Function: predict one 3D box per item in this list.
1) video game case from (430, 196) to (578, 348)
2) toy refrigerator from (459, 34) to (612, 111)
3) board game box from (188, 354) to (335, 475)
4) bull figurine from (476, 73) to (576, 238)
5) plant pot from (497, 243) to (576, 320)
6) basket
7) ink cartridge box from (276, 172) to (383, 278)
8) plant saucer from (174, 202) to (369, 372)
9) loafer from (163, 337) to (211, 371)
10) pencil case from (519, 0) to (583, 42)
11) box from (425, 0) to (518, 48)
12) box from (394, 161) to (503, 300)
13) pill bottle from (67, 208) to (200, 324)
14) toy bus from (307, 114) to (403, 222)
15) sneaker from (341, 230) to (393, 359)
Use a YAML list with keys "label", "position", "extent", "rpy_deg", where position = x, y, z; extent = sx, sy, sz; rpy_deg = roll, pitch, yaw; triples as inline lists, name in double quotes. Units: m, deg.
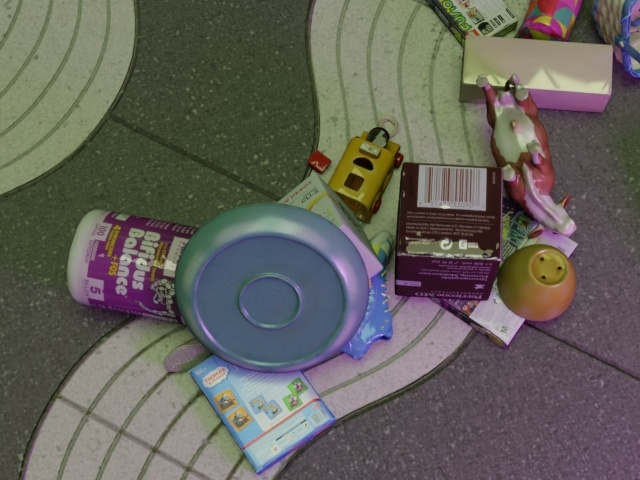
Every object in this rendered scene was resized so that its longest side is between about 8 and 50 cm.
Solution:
- label: "video game case"
  position: [0.303, 0.041, 1.941]
  extent: [0.210, 0.042, 0.232]
  rpy_deg: [34, 73, 13]
- label: "toy refrigerator"
  position: [0.398, -0.308, 2.051]
  extent: [0.269, 0.094, 0.102]
  rpy_deg: [4, 73, 4]
- label: "board game box"
  position: [-0.099, 0.264, 1.865]
  extent: [0.160, 0.039, 0.211]
  rpy_deg: [-33, 72, -11]
- label: "bull figurine"
  position: [0.351, -0.149, 1.899]
  extent: [0.101, 0.188, 0.310]
  rpy_deg: [-21, 67, 11]
- label: "plant pot"
  position: [0.374, 0.059, 1.859]
  extent: [0.134, 0.095, 0.134]
  rpy_deg: [1, 70, -2]
- label: "basket"
  position: [0.655, -0.407, 2.006]
  extent: [0.255, 0.201, 0.289]
  rpy_deg: [-26, 39, -8]
- label: "ink cartridge box"
  position: [0.000, 0.000, 1.866]
  extent: [0.128, 0.127, 0.176]
  rpy_deg: [-38, 36, 9]
- label: "plant saucer"
  position: [-0.080, 0.090, 1.769]
  extent: [0.317, 0.317, 0.044]
  rpy_deg: [1, 29, 2]
- label: "loafer"
  position: [-0.213, 0.187, 1.904]
  extent: [0.125, 0.039, 0.045]
  rpy_deg: [-28, 104, -6]
- label: "pencil case"
  position: [0.458, -0.470, 2.111]
  extent: [0.104, 0.104, 0.236]
  rpy_deg: [21, 73, 9]
- label: "box"
  position: [0.278, -0.468, 2.143]
  extent: [0.114, 0.036, 0.207]
  rpy_deg: [-31, 71, -10]
- label: "box"
  position: [0.210, -0.012, 1.833]
  extent: [0.168, 0.203, 0.167]
  rpy_deg: [3, 68, 4]
- label: "pill bottle"
  position: [-0.263, 0.052, 1.882]
  extent: [0.301, 0.169, 0.169]
  rpy_deg: [10, 69, 6]
- label: "toy bus"
  position: [0.085, -0.138, 1.983]
  extent: [0.191, 0.104, 0.202]
  rpy_deg: [-20, 70, -7]
- label: "sneaker"
  position: [0.086, 0.104, 1.912]
  extent: [0.126, 0.091, 0.240]
  rpy_deg: [35, 72, -5]
